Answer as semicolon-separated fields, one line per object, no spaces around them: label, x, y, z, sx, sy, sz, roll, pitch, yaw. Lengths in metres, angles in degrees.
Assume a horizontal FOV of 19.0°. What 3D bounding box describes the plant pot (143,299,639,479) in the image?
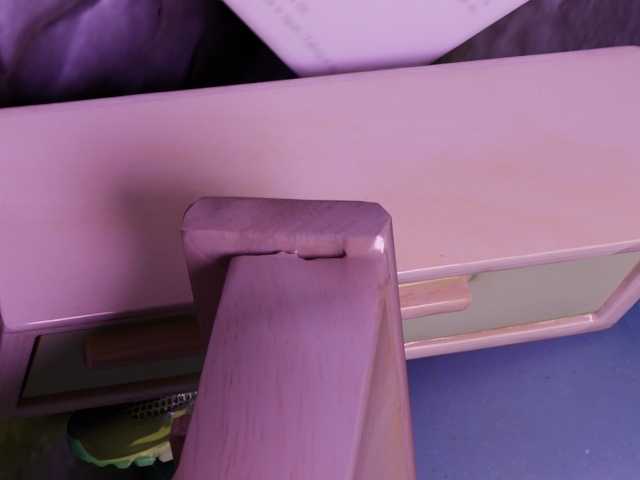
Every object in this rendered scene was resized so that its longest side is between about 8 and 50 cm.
plant pot;0.062;0.151;0.886;0.255;0.272;0.272;-17;131;-13

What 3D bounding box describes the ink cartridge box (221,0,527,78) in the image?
ink cartridge box;0.077;-0.240;0.626;0.385;0.091;0.308;-33;141;12

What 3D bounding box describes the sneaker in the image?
sneaker;-0.050;0.033;0.846;0.166;0.065;0.076;-37;122;-22

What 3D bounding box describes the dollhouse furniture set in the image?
dollhouse furniture set;-0.180;0.128;0.608;0.256;0.394;0.362;-78;165;-45

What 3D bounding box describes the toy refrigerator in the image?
toy refrigerator;0.000;0.000;0.739;0.269;0.094;0.102;-7;158;-18
